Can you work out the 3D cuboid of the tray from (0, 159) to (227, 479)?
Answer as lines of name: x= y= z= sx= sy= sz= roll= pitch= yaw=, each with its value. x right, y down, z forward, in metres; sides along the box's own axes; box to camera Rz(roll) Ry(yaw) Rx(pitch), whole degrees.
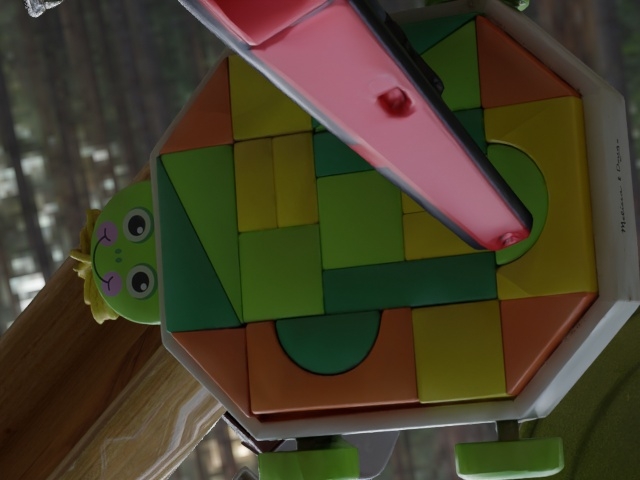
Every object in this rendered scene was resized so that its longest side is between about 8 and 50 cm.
tray: x=-0.169 y=0.118 z=1.371 sx=0.411 sy=0.076 sz=0.203 roll=-48 pitch=-148 yaw=9

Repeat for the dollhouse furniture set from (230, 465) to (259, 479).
dollhouse furniture set: x=-0.050 y=0.286 z=1.892 sx=0.091 sy=0.114 sz=0.081 roll=-52 pitch=-150 yaw=-16

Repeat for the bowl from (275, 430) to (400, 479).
bowl: x=0.007 y=0.114 z=1.555 sx=0.142 sy=0.142 sz=0.053 roll=19 pitch=179 yaw=-42

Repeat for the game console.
game console: x=-0.060 y=-0.183 z=0.876 sx=0.060 sy=0.386 sz=0.342 roll=-40 pitch=151 yaw=9

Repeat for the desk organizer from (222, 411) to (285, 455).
desk organizer: x=-0.018 y=0.098 z=1.455 sx=0.130 sy=0.050 sz=0.047 roll=-43 pitch=-156 yaw=-12

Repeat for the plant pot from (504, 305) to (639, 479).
plant pot: x=0.408 y=0.259 z=1.695 sx=0.366 sy=0.366 sz=0.353 roll=-17 pitch=-160 yaw=-27

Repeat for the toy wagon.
toy wagon: x=0.000 y=0.000 z=1.052 sx=0.344 sy=0.267 sz=0.068 roll=-7 pitch=173 yaw=26

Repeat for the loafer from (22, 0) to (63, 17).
loafer: x=-0.188 y=-0.203 z=1.303 sx=0.050 sy=0.056 sz=0.148 roll=-29 pitch=168 yaw=-13
